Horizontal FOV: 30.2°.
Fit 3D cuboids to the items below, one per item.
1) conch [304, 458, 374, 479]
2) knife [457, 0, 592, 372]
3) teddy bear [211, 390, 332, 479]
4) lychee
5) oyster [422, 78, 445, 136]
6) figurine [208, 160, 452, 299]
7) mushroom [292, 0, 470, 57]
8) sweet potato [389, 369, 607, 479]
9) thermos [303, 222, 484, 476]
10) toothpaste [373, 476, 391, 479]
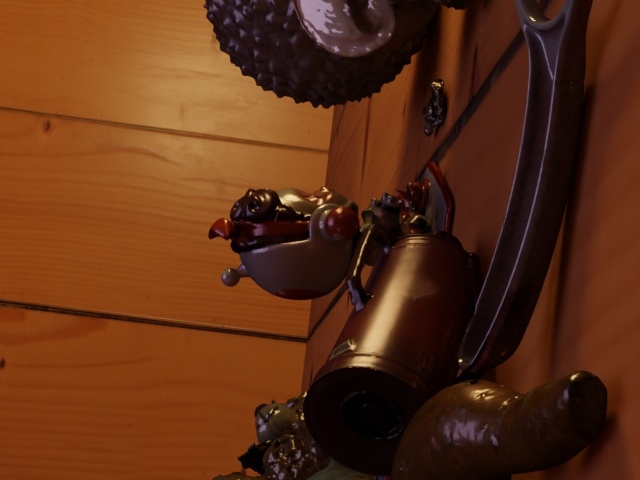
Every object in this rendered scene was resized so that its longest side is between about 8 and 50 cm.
[{"bbox_3d":[0.027,0.336,1.135,0.143,0.137,0.250,-23,77,55],"label":"conch"},{"bbox_3d":[0.127,-0.055,0.698,0.123,0.053,0.277,-142,59,-80],"label":"knife"},{"bbox_3d":[-0.016,0.263,1.479,0.267,0.156,0.256,-42,13,8],"label":"teddy bear"},{"bbox_3d":[0.009,-0.292,1.402,0.300,0.300,0.299,-173,90,-86],"label":"lychee"},{"bbox_3d":[0.118,-0.142,1.241,0.083,0.019,0.054,114,164,-77],"label":"oyster"},{"bbox_3d":[0.000,0.000,1.189,0.183,0.226,0.160,-95,12,-73],"label":"figurine"},{"bbox_3d":[0.084,-0.305,1.117,0.189,0.195,0.253,-43,-31,-38],"label":"mushroom"},{"bbox_3d":[0.091,0.153,0.721,0.346,0.079,0.108,104,145,-48],"label":"sweet potato"},{"bbox_3d":[0.064,0.058,0.877,0.099,0.124,0.232,-34,17,34],"label":"thermos"},{"bbox_3d":[0.074,0.174,1.110,0.193,0.044,0.070,-92,11,-66],"label":"toothpaste"}]
